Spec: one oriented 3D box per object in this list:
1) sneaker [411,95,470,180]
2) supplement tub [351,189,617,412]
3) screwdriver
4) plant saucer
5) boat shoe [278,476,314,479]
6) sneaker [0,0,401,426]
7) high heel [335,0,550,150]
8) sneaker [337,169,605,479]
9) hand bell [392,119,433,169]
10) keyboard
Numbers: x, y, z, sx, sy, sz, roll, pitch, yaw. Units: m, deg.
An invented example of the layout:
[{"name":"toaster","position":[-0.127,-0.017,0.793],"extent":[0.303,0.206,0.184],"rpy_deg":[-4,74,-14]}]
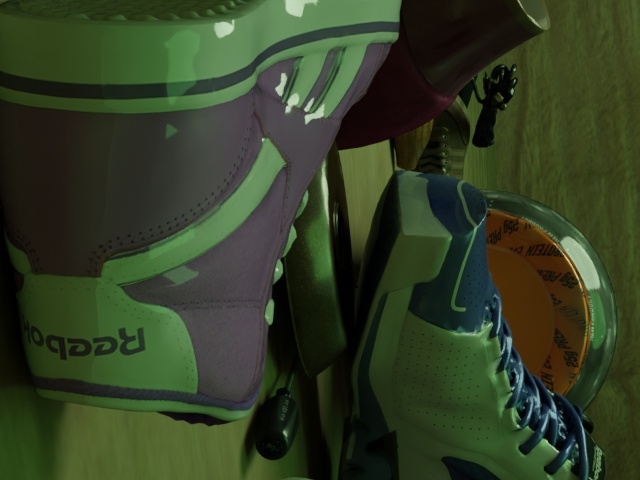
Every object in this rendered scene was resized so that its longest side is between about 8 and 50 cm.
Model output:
[{"name":"sneaker","position":[0.124,-0.079,1.591],"extent":[0.188,0.066,0.071],"rpy_deg":[78,16,-46]},{"name":"supplement tub","position":[0.138,0.068,1.245],"extent":[0.338,0.207,0.207],"rpy_deg":[20,69,-79]},{"name":"screwdriver","position":[-0.022,0.086,0.896],"extent":[0.170,0.025,0.024],"rpy_deg":[-89,174,-73]},{"name":"plant saucer","position":[0.000,0.000,0.934],"extent":[0.168,0.029,0.169],"rpy_deg":[-4,90,-84]},{"name":"boat shoe","position":[-0.014,0.230,0.722],"extent":[0.068,0.081,0.228],"rpy_deg":[2,90,-84]},{"name":"sneaker","position":[-0.042,-0.022,0.573],"extent":[0.282,0.102,0.161],"rpy_deg":[-37,130,-65]},{"name":"high heel","position":[0.024,-0.253,1.089],"extent":[0.127,0.181,0.377],"rpy_deg":[26,42,-48]},{"name":"sneaker","position":[0.107,0.106,1.003],"extent":[0.127,0.182,0.316],"rpy_deg":[-86,-178,-59]},{"name":"hand bell","position":[0.096,-0.180,1.426],"extent":[0.126,0.126,0.242],"rpy_deg":[-72,171,-62]},{"name":"keyboard","position":[0.156,-0.196,1.575],"extent":[0.317,0.033,0.202],"rpy_deg":[93,-18,-72]}]
